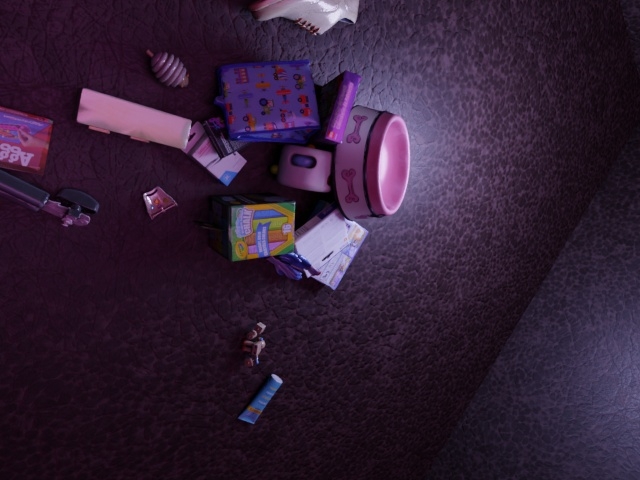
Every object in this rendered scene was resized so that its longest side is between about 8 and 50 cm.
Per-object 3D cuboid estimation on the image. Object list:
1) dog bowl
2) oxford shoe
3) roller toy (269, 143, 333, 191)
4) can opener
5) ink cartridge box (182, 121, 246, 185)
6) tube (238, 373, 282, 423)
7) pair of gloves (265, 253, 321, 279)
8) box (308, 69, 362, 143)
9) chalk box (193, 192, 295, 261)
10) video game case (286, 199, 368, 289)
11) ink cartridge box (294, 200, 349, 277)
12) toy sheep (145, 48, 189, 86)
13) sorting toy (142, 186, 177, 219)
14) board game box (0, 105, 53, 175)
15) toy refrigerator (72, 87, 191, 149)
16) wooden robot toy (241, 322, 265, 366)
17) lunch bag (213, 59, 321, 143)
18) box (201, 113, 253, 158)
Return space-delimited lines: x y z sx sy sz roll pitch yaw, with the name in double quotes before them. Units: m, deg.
"dog bowl" 0.194 -0.262 1.509 0.408 0.151 0.407 -26 120 -60
"oxford shoe" -0.033 -0.705 1.328 0.397 0.140 0.146 -24 125 -24
"roller toy" -0.041 -0.245 1.436 0.210 0.191 0.146 4 102 -35
"can opener" -0.720 -0.116 1.099 0.281 0.074 0.093 29 53 -39
"ink cartridge box" -0.328 -0.263 1.314 0.180 0.060 0.104 42 80 -36
"tube" -0.230 0.620 1.687 0.080 0.052 0.207 36 90 -27
"pair of gloves" -0.102 0.091 1.518 0.159 0.198 0.023 37 56 -27
"box" 0.034 -0.407 1.374 0.057 0.293 0.200 15 96 -15
"chalk box" -0.248 -0.046 1.370 0.289 0.180 0.178 -8 109 -31
"video game case" 0.026 0.020 1.652 0.244 0.061 0.269 33 86 -36
"ink cartridge box" 0.000 0.000 1.543 0.223 0.045 0.223 -39 145 -18
"toy sheep" -0.415 -0.465 1.171 0.132 0.091 0.091 30 87 -37
"sorting toy" -0.481 -0.116 1.273 0.083 0.045 0.075 -34 114 -21
"board game box" -0.801 -0.254 1.013 0.282 0.027 0.144 9 101 -36
"toy refrigerator" -0.498 -0.317 1.154 0.270 0.102 0.094 10 100 -37
"wooden robot toy" -0.238 0.378 1.602 0.079 0.077 0.173 -17 120 -69
"lunch bag" -0.169 -0.413 1.295 0.294 0.138 0.220 -8 85 -25
"box" -0.269 -0.326 1.299 0.162 0.029 0.116 -45 115 -47
